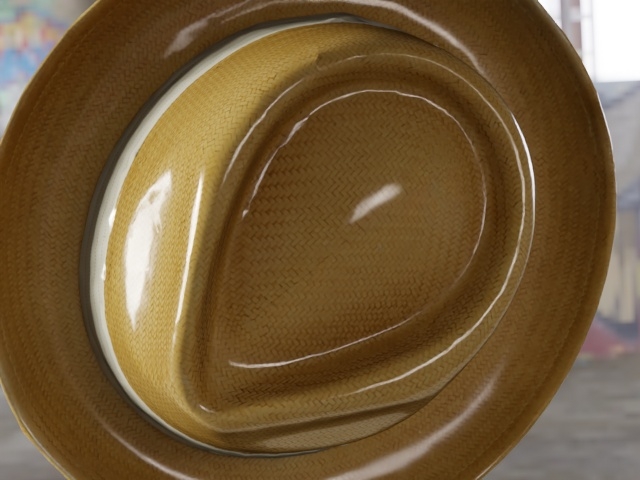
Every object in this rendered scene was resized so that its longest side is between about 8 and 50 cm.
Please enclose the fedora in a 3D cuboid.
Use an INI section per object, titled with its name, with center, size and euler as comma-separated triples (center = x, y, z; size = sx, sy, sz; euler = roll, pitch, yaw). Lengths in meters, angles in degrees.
[fedora]
center = 0.000, 0.000, 0.536
size = 0.194, 0.194, 0.079
euler = -3, 3, -9
